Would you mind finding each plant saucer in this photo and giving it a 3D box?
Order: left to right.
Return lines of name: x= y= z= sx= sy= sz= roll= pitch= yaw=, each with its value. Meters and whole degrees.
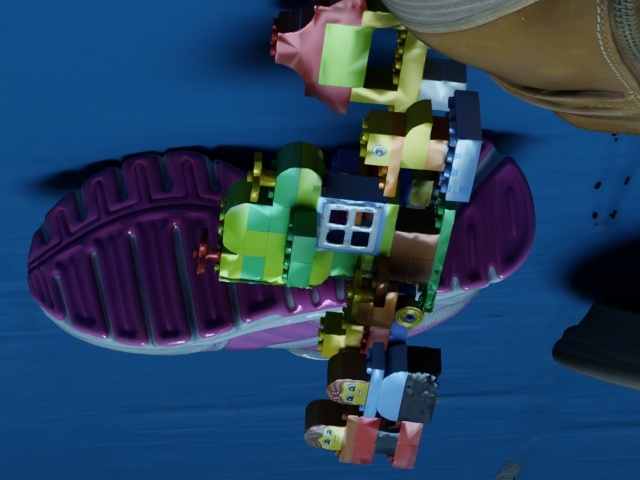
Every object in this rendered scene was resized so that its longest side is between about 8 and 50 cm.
plant saucer: x=0.275 y=0.068 z=1.075 sx=0.278 sy=0.041 sz=0.278 roll=7 pitch=-177 yaw=0

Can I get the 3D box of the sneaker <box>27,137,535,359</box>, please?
sneaker: x=-0.019 y=0.017 z=0.932 sx=0.252 sy=0.103 sz=0.111 roll=-3 pitch=159 yaw=3

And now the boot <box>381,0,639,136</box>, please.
boot: x=0.158 y=-0.096 z=0.613 sx=0.283 sy=0.109 sz=0.220 roll=-10 pitch=158 yaw=27

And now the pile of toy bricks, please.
pile of toy bricks: x=0.000 y=0.000 z=0.772 sx=0.105 sy=0.118 sz=0.212 roll=5 pitch=133 yaw=-3
